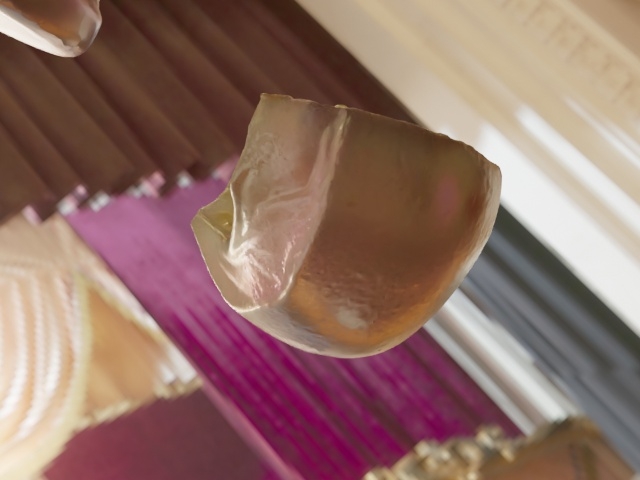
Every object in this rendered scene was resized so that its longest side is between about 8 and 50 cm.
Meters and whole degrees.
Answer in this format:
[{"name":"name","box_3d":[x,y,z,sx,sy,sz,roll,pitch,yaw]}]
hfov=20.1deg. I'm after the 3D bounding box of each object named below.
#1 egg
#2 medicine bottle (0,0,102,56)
[{"name":"egg","box_3d":[0.019,0.004,1.306,0.206,0.271,0.162,13,-95,-13]},{"name":"medicine bottle","box_3d":[-0.124,-0.264,0.815,0.316,0.202,0.202,-62,-33,-3]}]
